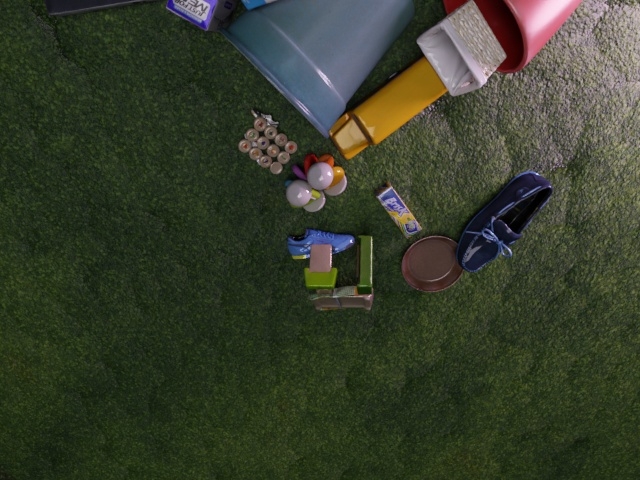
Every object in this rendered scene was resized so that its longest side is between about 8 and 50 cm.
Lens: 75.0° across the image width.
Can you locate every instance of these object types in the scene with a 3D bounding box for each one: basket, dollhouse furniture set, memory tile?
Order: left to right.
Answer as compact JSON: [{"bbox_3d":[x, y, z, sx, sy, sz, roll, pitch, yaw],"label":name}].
[{"bbox_3d":[-0.147,-0.264,1.175,0.148,0.012,0.113,32,105,-30],"label":"memory tile"},{"bbox_3d":[0.065,0.112,1.300,0.197,0.151,0.301,-1,157,7],"label":"dollhouse furniture set"},{"bbox_3d":[0.324,-0.437,0.954,0.103,0.113,0.167,-43,107,-9],"label":"basket"}]

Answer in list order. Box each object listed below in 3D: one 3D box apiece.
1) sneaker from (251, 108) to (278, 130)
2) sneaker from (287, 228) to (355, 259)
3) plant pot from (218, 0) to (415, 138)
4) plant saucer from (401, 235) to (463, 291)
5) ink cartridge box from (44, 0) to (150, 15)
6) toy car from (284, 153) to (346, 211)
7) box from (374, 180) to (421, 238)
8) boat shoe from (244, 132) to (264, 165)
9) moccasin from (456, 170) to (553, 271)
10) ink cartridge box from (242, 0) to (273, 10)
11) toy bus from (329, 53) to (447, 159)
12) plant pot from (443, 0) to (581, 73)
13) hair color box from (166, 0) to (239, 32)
[{"bbox_3d":[-0.153,-0.342,1.160,0.083,0.032,0.037,36,105,-23],"label":"sneaker"},{"bbox_3d":[0.000,0.000,1.286,0.209,0.069,0.082,-10,110,6],"label":"sneaker"},{"bbox_3d":[0.009,-0.474,0.952,0.341,0.341,0.334,42,100,-16],"label":"plant pot"},{"bbox_3d":[0.355,0.071,1.325,0.198,0.036,0.199,1,113,2],"label":"plant saucer"},{"bbox_3d":[-0.521,-0.659,1.010,0.332,0.065,0.165,-8,113,4],"label":"ink cartridge box"},{"bbox_3d":[-0.026,-0.173,1.183,0.182,0.159,0.136,-37,74,17],"label":"toy car"},{"bbox_3d":[0.230,-0.091,1.243,0.054,0.059,0.169,-36,109,14],"label":"box"},{"bbox_3d":[-0.182,-0.265,1.192,0.035,0.035,0.100,-27,113,3],"label":"boat shoe"},{"bbox_3d":[0.521,-0.046,1.206,0.137,0.117,0.342,24,108,-17],"label":"moccasin"},{"bbox_3d":[-0.066,-0.570,0.749,0.232,0.168,0.171,2,154,31],"label":"ink cartridge box"},{"bbox_3d":[0.176,-0.345,1.075,0.332,0.130,0.108,-37,108,0],"label":"toy bus"},{"bbox_3d":[0.453,-0.564,0.929,0.243,0.275,0.275,-40,107,7],"label":"plant pot"},{"bbox_3d":[-0.214,-0.655,0.936,0.110,0.185,0.339,25,112,-9],"label":"hair color box"}]
